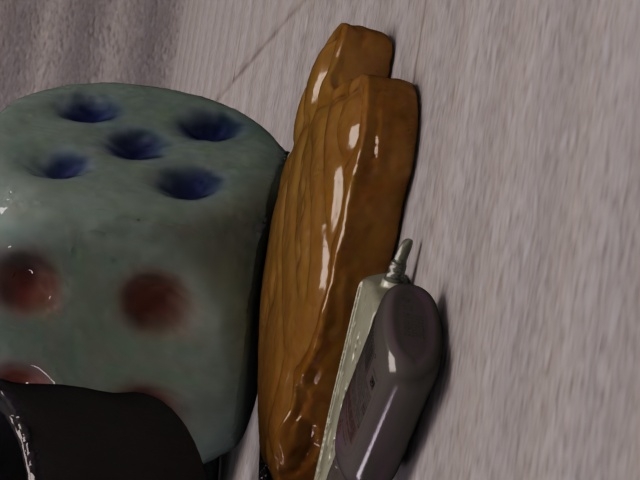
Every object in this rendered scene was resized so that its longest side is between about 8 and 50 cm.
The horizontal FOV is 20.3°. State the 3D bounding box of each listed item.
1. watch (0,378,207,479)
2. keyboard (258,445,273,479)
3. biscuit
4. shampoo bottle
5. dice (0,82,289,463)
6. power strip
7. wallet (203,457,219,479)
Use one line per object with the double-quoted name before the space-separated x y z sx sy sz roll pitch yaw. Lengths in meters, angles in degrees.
"watch" -0.191 0.243 1.350 0.335 0.314 0.327 -60 41 28
"keyboard" -0.046 0.211 1.511 0.074 0.015 0.196 109 168 -45
"biscuit" 0.000 0.000 1.335 0.312 0.057 0.351 -93 16 -50
"shampoo bottle" 0.034 0.105 1.064 0.080 0.040 0.165 -92 15 -47
"dice" -0.174 0.031 1.578 0.264 0.262 0.268 -75 -7 -60
"power strip" 0.023 0.116 1.152 0.060 0.027 0.252 -109 30 -71
"wallet" -0.145 0.175 1.814 0.222 0.036 0.167 68 -161 -49
